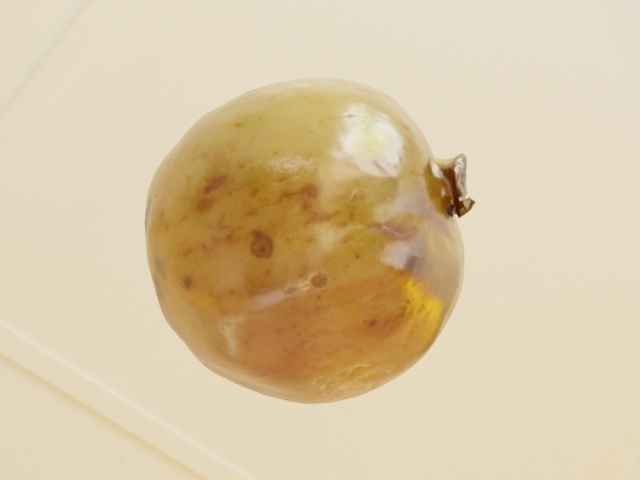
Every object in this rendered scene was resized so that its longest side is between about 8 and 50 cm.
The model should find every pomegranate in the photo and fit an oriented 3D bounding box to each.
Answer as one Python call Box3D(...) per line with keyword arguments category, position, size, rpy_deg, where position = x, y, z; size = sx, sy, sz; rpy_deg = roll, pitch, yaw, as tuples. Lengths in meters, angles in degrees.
Box3D(category="pomegranate", position=(0.000, 0.000, 0.703), size=(0.215, 0.215, 0.215), rpy_deg=(-5, -76, -18))
